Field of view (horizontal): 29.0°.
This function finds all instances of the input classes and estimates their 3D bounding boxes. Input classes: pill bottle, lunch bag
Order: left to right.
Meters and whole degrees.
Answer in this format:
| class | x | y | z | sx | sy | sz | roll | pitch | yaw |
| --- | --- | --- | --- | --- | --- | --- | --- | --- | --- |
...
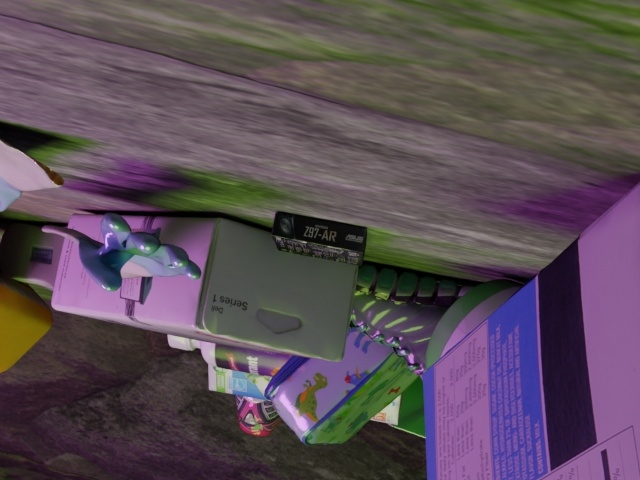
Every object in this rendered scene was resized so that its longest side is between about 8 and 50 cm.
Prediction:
| class | x | y | z | sx | sy | sz | roll | pitch | yaw |
| --- | --- | --- | --- | --- | --- | --- | --- | --- | --- |
| pill bottle | -0.084 | 0.109 | 1.516 | 0.194 | 0.108 | 0.108 | 10 | 173 | 8 |
| lunch bag | 0.040 | 0.140 | 1.362 | 0.090 | 0.176 | 0.219 | 49 | -174 | 16 |

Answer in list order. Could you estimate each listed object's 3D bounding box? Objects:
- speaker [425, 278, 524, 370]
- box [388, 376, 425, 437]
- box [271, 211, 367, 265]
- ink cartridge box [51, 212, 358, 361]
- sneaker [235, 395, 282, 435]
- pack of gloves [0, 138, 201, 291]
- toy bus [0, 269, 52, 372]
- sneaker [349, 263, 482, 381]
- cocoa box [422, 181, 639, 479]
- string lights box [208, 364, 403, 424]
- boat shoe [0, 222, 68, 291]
| class | x | y | z | sx | sy | sz | roll | pitch | yaw |
| --- | --- | --- | --- | --- | --- | --- | --- | --- | --- |
| speaker | 0.209 | 0.148 | 0.910 | 0.131 | 0.131 | 0.296 | 18 | -163 | -45 |
| box | 0.203 | 0.243 | 1.839 | 0.262 | 0.126 | 0.231 | 21 | 178 | -13 |
| box | 0.000 | 0.000 | 0.907 | 0.067 | 0.018 | 0.083 | 10 | 173 | 4 |
| ink cartridge box | -0.099 | 0.038 | 1.050 | 0.160 | 0.092 | 0.219 | 17 | 170 | -42 |
| sneaker | -0.059 | 0.189 | 1.850 | 0.121 | 0.112 | 0.299 | 12 | -162 | 18 |
| pack of gloves | -0.192 | -0.007 | 0.845 | 0.195 | 0.046 | 0.232 | 30 | 167 | -19 |
| toy bus | -0.390 | 0.052 | 1.275 | 0.130 | 0.108 | 0.332 | 46 | 175 | 10 |
| sneaker | 0.067 | 0.077 | 1.085 | 0.224 | 0.098 | 0.083 | 9 | 172 | 15 |
| cocoa box | 0.253 | 0.153 | 0.629 | 0.347 | 0.231 | 0.228 | 14 | 145 | -20 |
| string lights box | -0.014 | 0.152 | 1.632 | 0.260 | 0.076 | 0.133 | 10 | 133 | 8 |
| boat shoe | -0.236 | 0.023 | 1.250 | 0.227 | 0.079 | 0.081 | 12 | -178 | 45 |
